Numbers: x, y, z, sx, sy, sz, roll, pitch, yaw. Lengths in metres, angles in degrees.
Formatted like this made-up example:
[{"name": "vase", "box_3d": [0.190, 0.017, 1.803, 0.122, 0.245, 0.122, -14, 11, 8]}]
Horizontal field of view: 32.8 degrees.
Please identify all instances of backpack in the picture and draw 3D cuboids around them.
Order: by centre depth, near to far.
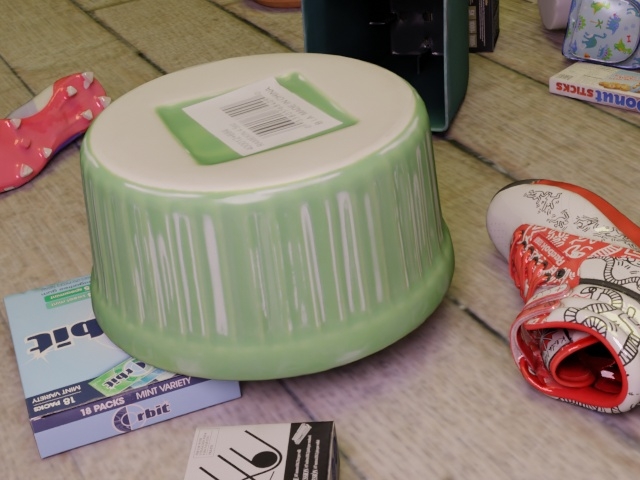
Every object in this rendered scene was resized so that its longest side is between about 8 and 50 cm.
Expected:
[{"name": "backpack", "box_3d": [0.354, -0.257, 1.308, 0.114, 0.105, 0.084, 12, 25, 10]}]

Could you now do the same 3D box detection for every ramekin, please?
[{"name": "ramekin", "box_3d": [-0.046, -0.037, 0.876, 0.303, 0.148, 0.303, -5, 30, 3]}]

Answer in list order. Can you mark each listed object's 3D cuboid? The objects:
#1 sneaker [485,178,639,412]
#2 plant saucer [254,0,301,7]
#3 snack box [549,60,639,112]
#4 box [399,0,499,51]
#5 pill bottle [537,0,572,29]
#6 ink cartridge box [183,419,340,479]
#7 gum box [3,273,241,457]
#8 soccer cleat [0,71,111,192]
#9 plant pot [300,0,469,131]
[{"name": "sneaker", "box_3d": [0.184, 0.035, 0.846, 0.145, 0.090, 0.270, -21, 35, -28]}, {"name": "plant saucer", "box_3d": [-0.032, -0.410, 1.727, 0.199, 0.037, 0.200, -4, 29, 2]}, {"name": "snack box", "box_3d": [0.353, -0.171, 1.240, 0.178, 0.022, 0.064, 22, 39, 40]}, {"name": "box", "box_3d": [0.157, -0.344, 1.425, 0.147, 0.180, 0.077, 2, 31, 15]}, {"name": "pill bottle", "box_3d": [0.430, -0.355, 1.408, 0.283, 0.160, 0.160, -6, 29, 1]}, {"name": "ink cartridge box", "box_3d": [-0.042, 0.193, 0.661, 0.097, 0.046, 0.207, -4, 30, 6]}, {"name": "gum box", "box_3d": [-0.165, 0.084, 0.882, 0.156, 0.041, 0.184, -15, 30, -15]}, {"name": "soccer cleat", "box_3d": [-0.344, -0.117, 1.254, 0.095, 0.083, 0.248, -20, 19, 45]}, {"name": "plant pot", "box_3d": [0.099, -0.245, 1.291, 0.165, 0.166, 0.234, 5, 24, 20]}]
